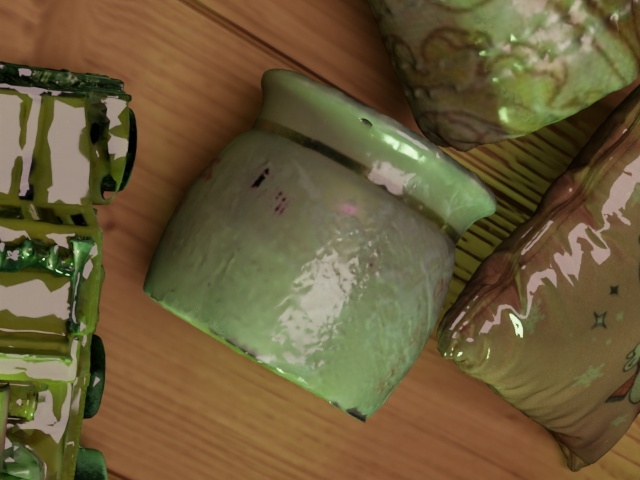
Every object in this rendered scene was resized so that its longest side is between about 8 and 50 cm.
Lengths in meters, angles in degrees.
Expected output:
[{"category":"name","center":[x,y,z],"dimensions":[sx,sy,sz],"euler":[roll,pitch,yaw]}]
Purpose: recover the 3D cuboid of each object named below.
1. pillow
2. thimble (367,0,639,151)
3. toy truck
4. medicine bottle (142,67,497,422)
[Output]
[{"category":"pillow","center":[0.178,0.013,0.836],"dimensions":[0.236,0.084,0.223],"euler":[-52,146,1]},{"category":"thimble","center":[0.111,-0.150,0.786],"dimensions":[0.190,0.137,0.143],"euler":[-36,108,-27]},{"category":"toy truck","center":[-0.150,0.043,0.719],"dimensions":[0.128,0.135,0.259],"euler":[6,94,-22]},{"category":"medicine bottle","center":[0.000,0.000,0.761],"dimensions":[0.147,0.147,0.143],"euler":[31,86,-23]}]
